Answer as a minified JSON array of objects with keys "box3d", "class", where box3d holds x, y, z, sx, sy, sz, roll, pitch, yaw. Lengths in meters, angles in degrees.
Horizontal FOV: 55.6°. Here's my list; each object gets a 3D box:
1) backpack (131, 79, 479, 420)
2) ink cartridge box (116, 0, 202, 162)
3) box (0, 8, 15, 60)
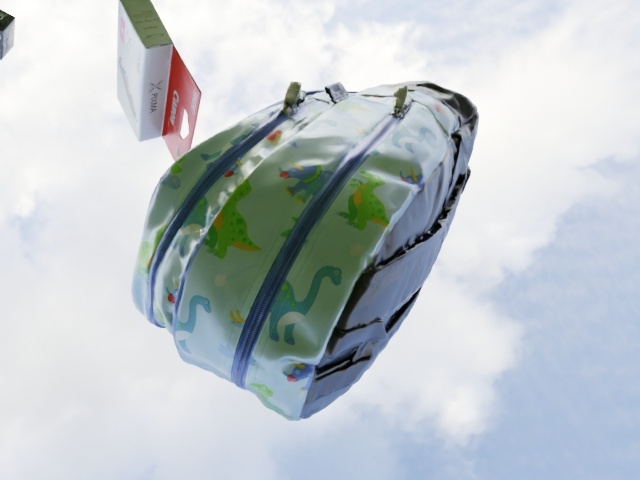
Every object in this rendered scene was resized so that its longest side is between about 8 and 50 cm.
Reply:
[{"box3d":[0.000,0.000,0.567,0.274,0.290,0.355,24,-147,-4],"class":"backpack"},{"box3d":[-0.318,-0.277,1.159,0.060,0.275,0.238,-19,-110,-27],"class":"ink cartridge box"},{"box3d":[-0.641,-0.410,1.189,0.062,0.083,0.052,26,-126,-14],"class":"box"}]
